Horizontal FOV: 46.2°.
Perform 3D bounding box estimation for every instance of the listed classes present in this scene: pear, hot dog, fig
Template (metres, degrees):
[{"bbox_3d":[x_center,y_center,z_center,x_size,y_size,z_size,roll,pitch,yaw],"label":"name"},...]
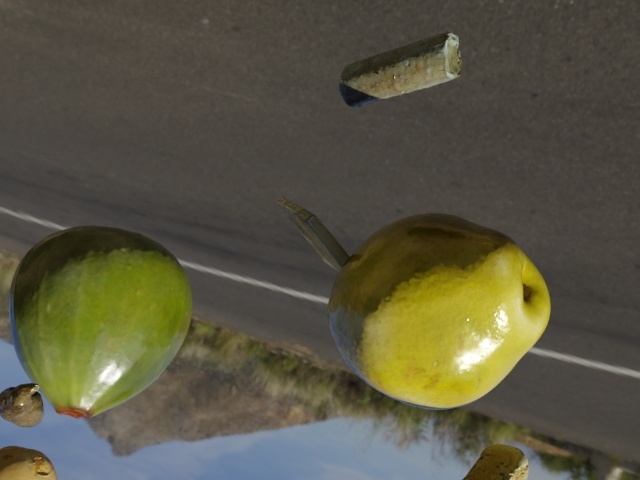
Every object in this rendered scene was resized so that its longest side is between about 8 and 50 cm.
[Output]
[{"bbox_3d":[0.210,0.131,1.395,0.419,0.362,0.362,-24,142,36],"label":"pear"},{"bbox_3d":[0.268,0.452,1.270,0.084,0.242,0.073,4,132,54],"label":"hot dog"},{"bbox_3d":[-0.364,0.135,1.218,0.316,0.316,0.316,21,171,4],"label":"fig"}]

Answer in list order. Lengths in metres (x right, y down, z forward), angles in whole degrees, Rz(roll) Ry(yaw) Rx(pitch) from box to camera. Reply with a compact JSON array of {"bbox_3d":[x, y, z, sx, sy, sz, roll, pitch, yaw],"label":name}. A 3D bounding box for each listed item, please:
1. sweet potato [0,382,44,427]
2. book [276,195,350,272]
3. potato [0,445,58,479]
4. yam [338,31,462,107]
[{"bbox_3d":[-0.289,0.157,0.723,0.038,0.041,0.153,61,156,11],"label":"sweet potato"},{"bbox_3d":[0.000,0.000,1.646,0.202,0.027,0.264,52,174,-20],"label":"book"},{"bbox_3d":[-0.555,0.485,1.335,0.151,0.233,0.146,-2,168,24],"label":"potato"},{"bbox_3d":[0.153,-0.322,1.432,0.259,0.093,0.093,-8,153,42],"label":"yam"}]
